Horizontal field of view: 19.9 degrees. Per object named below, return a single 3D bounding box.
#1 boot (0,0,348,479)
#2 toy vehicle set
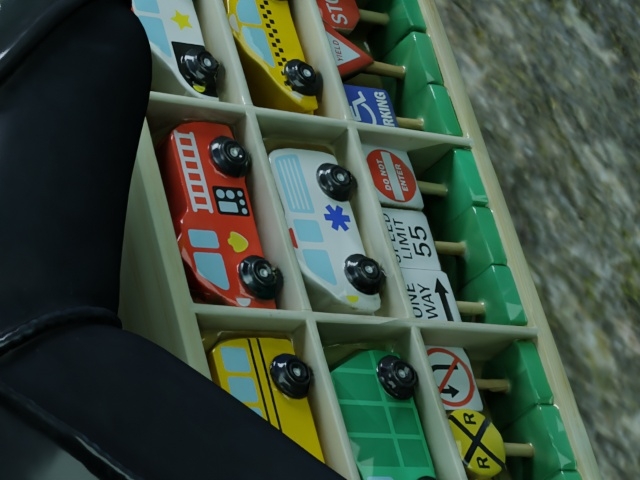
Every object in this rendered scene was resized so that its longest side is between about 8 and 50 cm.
[{"bbox_3d":[-0.054,0.046,0.525,0.207,0.094,0.246,35,43,-1],"label":"boot"},{"bbox_3d":[0.000,0.000,0.665,0.166,0.035,0.267,5,57,-36],"label":"toy vehicle set"}]
